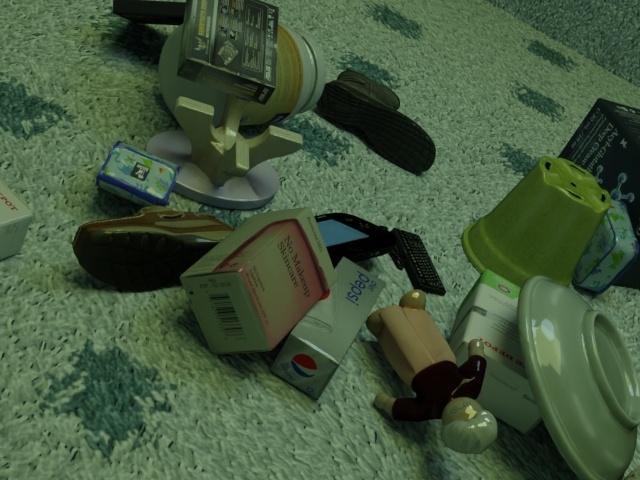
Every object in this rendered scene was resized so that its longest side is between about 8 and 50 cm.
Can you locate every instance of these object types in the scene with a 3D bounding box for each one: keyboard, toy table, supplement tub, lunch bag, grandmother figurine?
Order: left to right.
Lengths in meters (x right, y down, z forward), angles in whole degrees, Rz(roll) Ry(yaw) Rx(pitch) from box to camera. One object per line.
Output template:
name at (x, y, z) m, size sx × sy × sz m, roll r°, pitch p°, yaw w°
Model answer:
lunch bag at (-0.324, -0.109, 1.717) m, size 0.129 × 0.096 × 0.151 m, roll 23°, pitch 17°, yaw -9°
toy table at (-0.184, -0.178, 1.862) m, size 0.274 × 0.161 × 0.252 m, roll 5°, pitch 50°, yaw -29°
supplement tub at (-0.163, -0.360, 2.087) m, size 0.316 × 0.228 × 0.228 m, roll -13°, pitch 51°, yaw -46°
keyboard at (0.193, 0.039, 2.011) m, size 0.108 × 0.023 × 0.180 m, roll 11°, pitch 36°, yaw -27°
grandmother figurine at (0.186, 0.228, 1.612) m, size 0.104 × 0.208 × 0.342 m, roll 52°, pitch 2°, yaw -39°
lunch bag at (0.651, 0.007, 2.272) m, size 0.090 × 0.176 × 0.219 m, roll 22°, pitch 35°, yaw -17°

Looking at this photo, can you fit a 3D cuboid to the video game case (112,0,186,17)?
video game case at (-0.306, -0.509, 2.176) m, size 0.275 × 0.035 × 0.248 m, roll 2°, pitch 8°, yaw -1°

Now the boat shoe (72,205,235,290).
boat shoe at (-0.271, 0.005, 1.623) m, size 0.324 × 0.122 × 0.120 m, roll 6°, pitch 34°, yaw -46°

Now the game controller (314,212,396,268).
game controller at (0.000, 0.000, 1.852) m, size 0.166 × 0.067 × 0.319 m, roll 35°, pitch 30°, yaw 32°

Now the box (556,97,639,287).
box at (0.783, -0.115, 2.429) m, size 0.212 × 0.293 × 0.395 m, roll 8°, pitch 38°, yaw -30°

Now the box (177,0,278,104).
box at (-0.176, -0.388, 1.879) m, size 0.183 × 0.056 × 0.231 m, roll 15°, pitch 52°, yaw -21°

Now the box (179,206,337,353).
box at (-0.095, 0.063, 1.581) m, size 0.232 × 0.127 × 0.148 m, roll -44°, pitch 120°, yaw -49°

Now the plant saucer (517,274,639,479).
plant saucer at (0.484, 0.239, 1.719) m, size 0.400 × 0.101 × 0.400 m, roll 38°, pitch 40°, yaw -41°

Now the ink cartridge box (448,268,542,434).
ink cartridge box at (0.349, 0.203, 1.820) m, size 0.198 × 0.114 × 0.273 m, roll 31°, pitch 33°, yaw 2°

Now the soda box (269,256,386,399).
soda box at (0.018, 0.143, 1.666) m, size 0.098 × 0.091 × 0.286 m, roll 32°, pitch 32°, yaw 4°

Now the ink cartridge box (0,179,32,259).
ink cartridge box at (-0.570, -0.029, 1.442) m, size 0.160 × 0.092 × 0.219 m, roll 41°, pitch 34°, yaw 17°

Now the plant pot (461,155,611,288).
plant pot at (0.495, -0.036, 2.133) m, size 0.276 × 0.254 × 0.276 m, roll 20°, pitch 34°, yaw -15°

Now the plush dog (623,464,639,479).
plush dog at (0.623, 0.459, 1.644) m, size 0.225 × 0.210 × 0.262 m, roll 17°, pitch 26°, yaw 26°

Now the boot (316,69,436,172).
boot at (0.165, -0.313, 2.395) m, size 0.338 × 0.118 × 0.223 m, roll 38°, pitch 28°, yaw 4°
